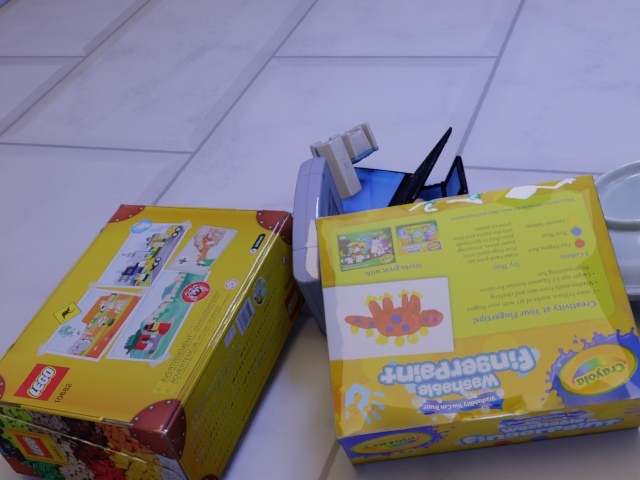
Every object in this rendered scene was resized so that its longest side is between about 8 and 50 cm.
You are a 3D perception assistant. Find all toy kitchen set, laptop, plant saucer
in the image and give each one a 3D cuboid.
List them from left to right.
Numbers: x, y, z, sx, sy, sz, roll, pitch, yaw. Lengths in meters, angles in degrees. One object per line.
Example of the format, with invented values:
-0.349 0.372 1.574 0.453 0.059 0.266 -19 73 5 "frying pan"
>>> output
0.027 -0.159 1.859 0.166 0.122 0.207 -17 10 35 "toy kitchen set"
0.124 -0.121 1.767 0.136 0.264 0.234 32 52 -2 "laptop"
0.583 -0.054 1.505 0.400 0.101 0.400 -19 28 10 "plant saucer"

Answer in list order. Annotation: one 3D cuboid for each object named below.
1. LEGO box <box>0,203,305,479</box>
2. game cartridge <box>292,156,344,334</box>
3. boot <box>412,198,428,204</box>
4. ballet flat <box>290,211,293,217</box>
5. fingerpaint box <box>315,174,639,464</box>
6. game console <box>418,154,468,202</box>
-0.280 0.166 1.460 0.372 0.193 0.500 3 42 24 "LEGO box"
0.000 0.000 1.573 0.062 0.198 0.297 -11 48 16 "game cartridge"
0.231 0.001 1.542 0.152 0.073 0.197 -6 52 22 "boot"
-0.105 0.000 1.760 0.241 0.091 0.077 -15 68 4 "ballet flat"
0.235 0.124 1.327 0.444 0.163 0.371 -10 60 6 "fingerpaint box"
0.240 -0.100 1.764 0.085 0.124 0.144 13 38 -9 "game console"
